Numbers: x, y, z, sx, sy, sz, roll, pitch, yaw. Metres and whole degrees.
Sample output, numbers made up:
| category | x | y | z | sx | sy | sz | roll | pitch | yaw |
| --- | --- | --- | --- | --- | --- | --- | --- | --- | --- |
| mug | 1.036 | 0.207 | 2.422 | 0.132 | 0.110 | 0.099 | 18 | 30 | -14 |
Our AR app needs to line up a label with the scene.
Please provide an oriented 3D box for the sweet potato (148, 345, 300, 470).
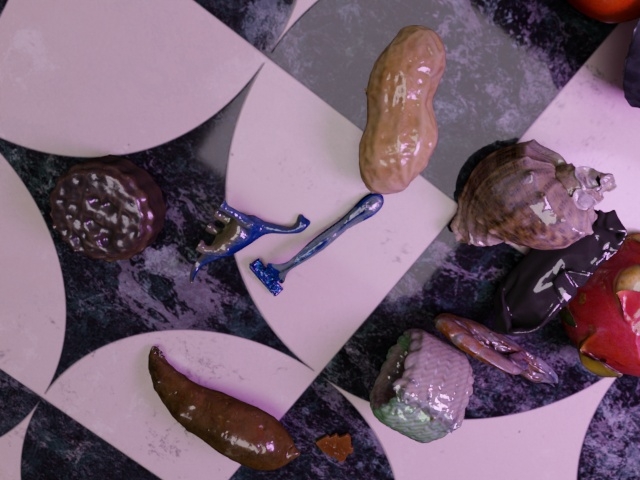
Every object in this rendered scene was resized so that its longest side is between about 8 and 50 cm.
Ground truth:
| category | x | y | z | sx | sy | sz | roll | pitch | yaw |
| --- | --- | --- | --- | --- | --- | --- | --- | --- | --- |
| sweet potato | -0.242 | 0.400 | 1.122 | 0.423 | 0.130 | 0.130 | 30 | 105 | 8 |

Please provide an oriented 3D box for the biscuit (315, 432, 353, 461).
| category | x | y | z | sx | sy | sz | roll | pitch | yaw |
| --- | --- | --- | --- | --- | --- | --- | --- | --- | --- |
| biscuit | 0.034 | 0.492 | 1.166 | 0.092 | 0.016 | 0.082 | 9 | 110 | 5 |

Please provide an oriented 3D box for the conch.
| category | x | y | z | sx | sy | sz | roll | pitch | yaw |
| --- | --- | --- | --- | --- | --- | --- | --- | --- | --- |
| conch | 0.368 | -0.075 | 0.886 | 0.292 | 0.159 | 0.209 | -20 | 87 | 25 |

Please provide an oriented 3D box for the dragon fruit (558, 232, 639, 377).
| category | x | y | z | sx | sy | sz | roll | pitch | yaw |
| --- | --- | --- | --- | --- | --- | --- | --- | --- | --- |
| dragon fruit | 0.622 | 0.147 | 0.931 | 0.291 | 0.189 | 0.290 | 1 | 104 | 6 |

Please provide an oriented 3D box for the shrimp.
| category | x | y | z | sx | sy | sz | roll | pitch | yaw |
| --- | --- | --- | --- | --- | --- | --- | --- | --- | --- |
| shrimp | 0.371 | 0.238 | 0.995 | 0.317 | 0.164 | 0.062 | 28 | 105 | -9 |

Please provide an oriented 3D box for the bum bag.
| category | x | y | z | sx | sy | sz | roll | pitch | yaw |
| --- | --- | --- | --- | --- | --- | --- | --- | --- | --- |
| bum bag | 0.454 | 0.062 | 0.967 | 0.080 | 0.142 | 0.326 | 23 | 112 | -33 |

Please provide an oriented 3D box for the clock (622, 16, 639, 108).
| category | x | y | z | sx | sy | sz | roll | pitch | yaw |
| --- | --- | --- | --- | --- | --- | --- | --- | --- | --- |
| clock | 0.623 | -0.348 | 0.775 | 0.313 | 0.061 | 0.312 | -21 | 135 | -22 |

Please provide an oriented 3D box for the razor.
| category | x | y | z | sx | sy | sz | roll | pitch | yaw |
| --- | --- | --- | --- | --- | --- | --- | --- | --- | --- |
| razor | -0.001 | 0.004 | 1.027 | 0.324 | 0.056 | 0.093 | -35 | 104 | 11 |

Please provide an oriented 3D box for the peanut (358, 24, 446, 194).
| category | x | y | z | sx | sy | sz | roll | pitch | yaw |
| --- | --- | --- | --- | --- | --- | --- | --- | --- | --- |
| peanut | 0.152 | -0.239 | 0.913 | 0.149 | 0.149 | 0.312 | 7 | 99 | 4 |

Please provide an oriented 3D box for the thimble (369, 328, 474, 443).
| category | x | y | z | sx | sy | sz | roll | pitch | yaw |
| --- | --- | --- | --- | --- | --- | --- | --- | --- | --- |
| thimble | 0.206 | 0.298 | 0.996 | 0.150 | 0.219 | 0.218 | 28 | 105 | 0 |

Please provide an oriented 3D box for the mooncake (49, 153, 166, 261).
| category | x | y | z | sx | sy | sz | roll | pitch | yaw |
| --- | --- | --- | --- | --- | --- | --- | --- | --- | --- |
| mooncake | -0.448 | -0.063 | 1.023 | 0.229 | 0.124 | 0.228 | 1 | 105 | 4 |

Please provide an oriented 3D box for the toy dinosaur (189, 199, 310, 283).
| category | x | y | z | sx | sy | sz | roll | pitch | yaw |
| --- | --- | --- | --- | --- | --- | --- | --- | --- | --- |
| toy dinosaur | -0.163 | 0.014 | 1.046 | 0.188 | 0.075 | 0.247 | 30 | 100 | -13 |

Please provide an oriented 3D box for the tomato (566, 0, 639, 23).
| category | x | y | z | sx | sy | sz | roll | pitch | yaw |
| --- | --- | --- | --- | --- | --- | --- | --- | --- | --- |
| tomato | 0.488 | -0.507 | 0.759 | 0.226 | 0.299 | 0.298 | 45 | 107 | 32 |
